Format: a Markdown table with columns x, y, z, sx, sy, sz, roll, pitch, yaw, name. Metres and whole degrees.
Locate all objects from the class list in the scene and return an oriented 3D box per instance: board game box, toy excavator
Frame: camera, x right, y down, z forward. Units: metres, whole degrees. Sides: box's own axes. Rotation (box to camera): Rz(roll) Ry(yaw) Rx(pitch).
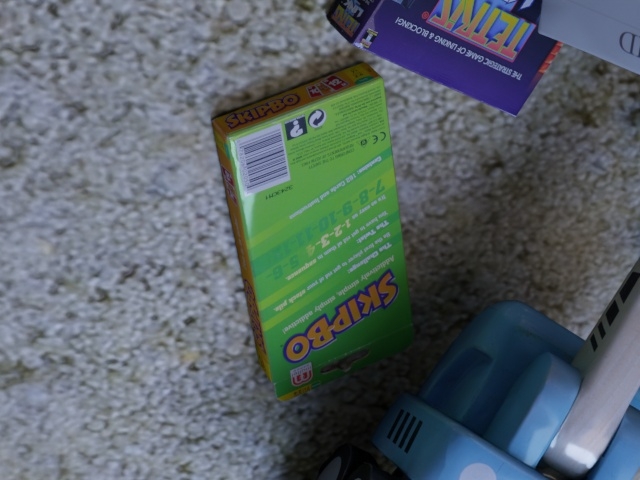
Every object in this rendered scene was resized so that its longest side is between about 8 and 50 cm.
| x | y | z | sx | sy | sz | roll | pitch | yaw | name |
| --- | --- | --- | --- | --- | --- | --- | --- | --- | --- |
| 0.000 | 0.000 | 1.418 | 0.124 | 0.039 | 0.259 | -22 | 128 | -16 | board game box |
| 0.188 | 0.115 | 1.408 | 0.222 | 0.433 | 0.445 | 30 | 87 | -6 | toy excavator |
| 0.109 | -0.178 | 1.347 | 0.170 | 0.048 | 0.141 | 18 | 110 | -39 | board game box |

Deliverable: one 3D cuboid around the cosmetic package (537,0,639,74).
| x | y | z | sx | sy | sz | roll | pitch | yaw | name |
| --- | --- | --- | --- | --- | --- | --- | --- | --- | --- |
| 0.286 | -0.288 | 1.223 | 0.156 | 0.217 | 0.385 | -17 | 123 | -40 | cosmetic package |
